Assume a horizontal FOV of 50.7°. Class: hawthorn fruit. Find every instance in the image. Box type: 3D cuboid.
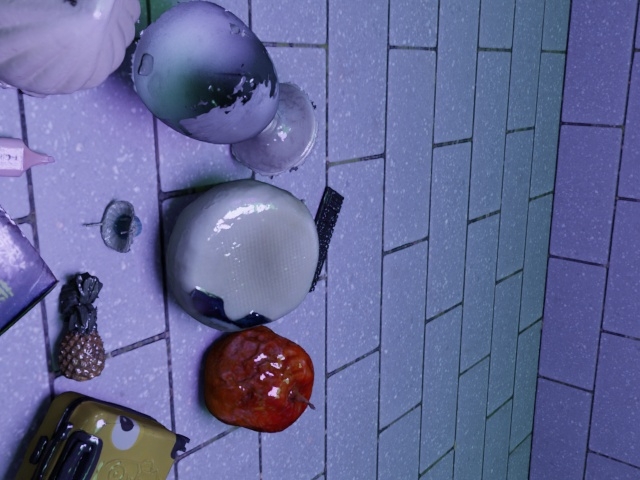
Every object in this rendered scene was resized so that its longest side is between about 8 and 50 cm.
[{"bbox_3d":[-0.090,0.266,1.255,0.207,0.243,0.208,-14,110,-46],"label":"hawthorn fruit"}]

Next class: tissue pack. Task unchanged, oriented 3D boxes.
[{"bbox_3d":[-0.476,0.068,0.859,0.235,0.073,0.173,-50,134,-31],"label":"tissue pack"}]

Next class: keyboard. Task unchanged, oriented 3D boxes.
[{"bbox_3d":[0.001,0.000,1.472,0.072,0.023,0.231,30,76,-53],"label":"keyboard"}]

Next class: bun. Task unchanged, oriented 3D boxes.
[{"bbox_3d":[-0.147,0.014,1.187,0.283,0.179,0.284,-15,120,-27],"label":"bun"},{"bbox_3d":[-0.325,-0.317,0.867,0.263,0.175,0.263,-14,109,-49],"label":"bun"}]

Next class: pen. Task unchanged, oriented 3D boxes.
[{"bbox_3d":[-0.443,-0.110,0.887,0.197,0.032,0.053,-5,103,-49],"label":"pen"}]

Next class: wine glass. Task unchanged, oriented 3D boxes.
[{"bbox_3d":[-0.135,-0.223,1.059,0.357,0.190,0.191,30,75,-71],"label":"wine glass"}]

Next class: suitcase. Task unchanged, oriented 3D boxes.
[{"bbox_3d":[-0.343,0.348,1.041,0.235,0.143,0.194,40,69,-49],"label":"suitcase"}]

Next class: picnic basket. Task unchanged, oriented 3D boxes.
[{"bbox_3d":[-0.311,-0.021,1.049,0.083,0.065,0.083,-4,108,-67],"label":"picnic basket"}]

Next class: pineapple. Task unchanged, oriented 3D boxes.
[{"bbox_3d":[-0.361,0.128,1.025,0.074,0.074,0.160,-4,98,-50],"label":"pineapple"}]
